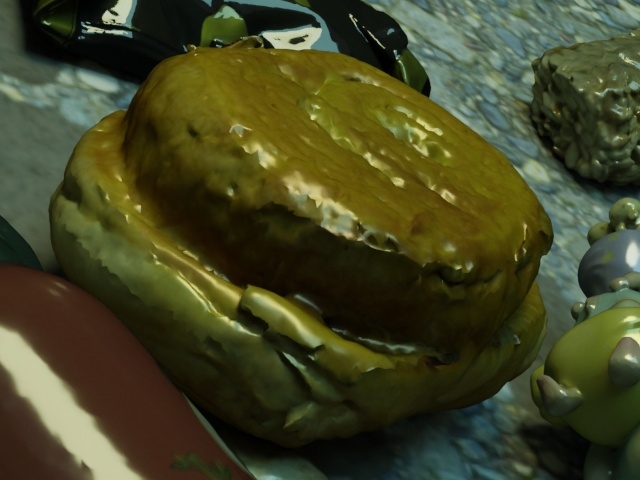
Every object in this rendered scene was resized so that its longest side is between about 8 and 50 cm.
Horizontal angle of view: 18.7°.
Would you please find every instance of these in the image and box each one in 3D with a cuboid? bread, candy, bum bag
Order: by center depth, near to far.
[{"bbox_3d":[-0.002,-0.002,0.859,0.198,0.120,0.236,38,25,24],"label":"bread"},{"bbox_3d":[-0.045,-0.113,1.033,0.232,0.060,0.106,17,45,-22],"label":"bum bag"},{"bbox_3d":[0.184,-0.081,1.188,0.110,0.085,0.095,-4,38,-29],"label":"candy"}]

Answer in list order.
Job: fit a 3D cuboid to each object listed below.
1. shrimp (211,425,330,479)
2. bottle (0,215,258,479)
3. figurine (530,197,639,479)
[{"bbox_3d":[-0.018,0.150,0.719,0.126,0.047,0.223,0,39,-32],"label":"shrimp"},{"bbox_3d":[-0.084,0.108,0.626,0.144,0.144,0.336,-14,54,-50],"label":"bottle"},{"bbox_3d":[0.180,0.089,0.907,0.155,0.127,0.235,45,32,-17],"label":"figurine"}]
